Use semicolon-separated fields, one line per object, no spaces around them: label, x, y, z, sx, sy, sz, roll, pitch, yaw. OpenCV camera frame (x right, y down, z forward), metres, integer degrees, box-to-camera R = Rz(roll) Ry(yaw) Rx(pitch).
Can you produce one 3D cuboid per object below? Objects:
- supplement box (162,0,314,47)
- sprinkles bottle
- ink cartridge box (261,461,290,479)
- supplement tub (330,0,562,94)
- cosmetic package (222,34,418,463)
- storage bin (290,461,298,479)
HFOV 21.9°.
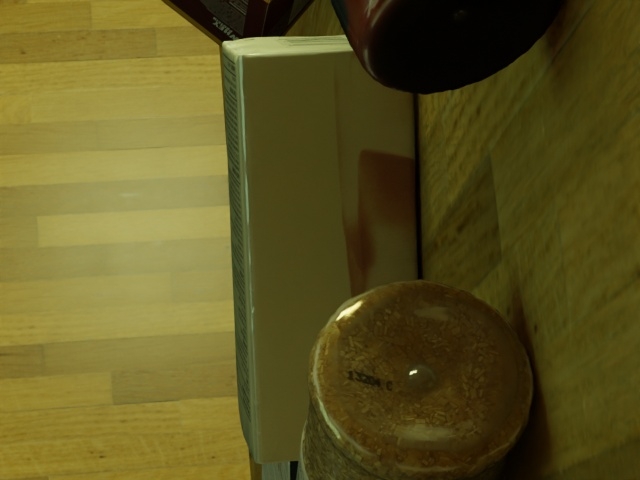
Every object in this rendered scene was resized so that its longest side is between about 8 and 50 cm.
supplement box;-0.084;-0.274;1.395;0.129;0.191;0.194;-51;-4;-14
sprinkles bottle;0.041;0.166;0.995;0.355;0.121;0.121;97;168;-55
ink cartridge box;-0.021;0.254;1.797;0.296;0.066;0.261;-105;14;-59
supplement tub;0.034;-0.174;0.795;0.106;0.106;0.198;97;155;-57
cosmetic package;0.000;0.000;1.229;0.153;0.129;0.296;-127;34;-76
storage bin;0.022;0.234;1.343;0.122;0.084;0.180;-106;13;-63
